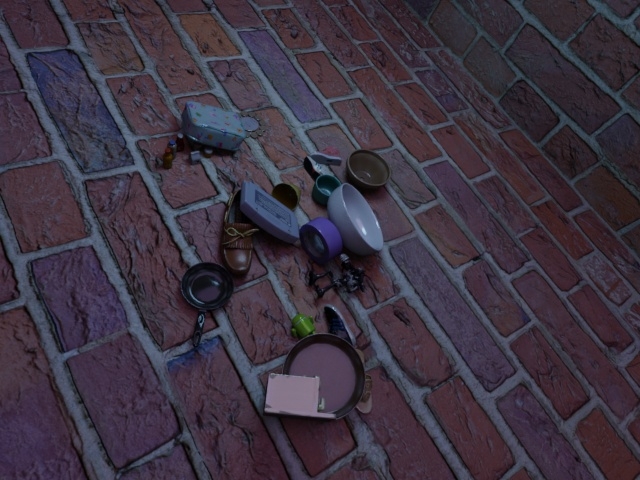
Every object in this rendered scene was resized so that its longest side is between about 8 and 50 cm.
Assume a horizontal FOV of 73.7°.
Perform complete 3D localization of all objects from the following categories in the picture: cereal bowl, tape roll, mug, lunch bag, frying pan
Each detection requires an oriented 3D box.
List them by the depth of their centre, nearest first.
[{"bbox_3d":[-0.411,0.230,1.608,0.197,0.053,0.326,-8,65,-25],"label":"frying pan"},{"bbox_3d":[0.000,0.000,1.821,0.080,0.189,0.189,-30,74,-32],"label":"tape roll"},{"bbox_3d":[0.135,-0.077,1.903,0.339,0.141,0.338,45,27,-32],"label":"cereal bowl"},{"bbox_3d":[-0.493,-0.533,1.981,0.279,0.108,0.224,6,44,-39],"label":"lunch bag"},{"bbox_3d":[0.035,-0.224,2.030,0.129,0.097,0.157,-31,75,-33],"label":"mug"}]

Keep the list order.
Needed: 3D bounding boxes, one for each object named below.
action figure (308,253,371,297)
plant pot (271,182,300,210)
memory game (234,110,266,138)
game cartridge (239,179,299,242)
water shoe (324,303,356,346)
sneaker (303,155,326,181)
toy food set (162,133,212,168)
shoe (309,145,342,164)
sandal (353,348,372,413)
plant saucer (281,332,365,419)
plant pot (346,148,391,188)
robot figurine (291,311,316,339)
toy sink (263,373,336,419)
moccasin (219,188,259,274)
[{"bbox_3d":[0.099,0.155,1.794,0.276,0.141,0.164,-13,63,-23],"label":"action figure"},{"bbox_3d":[-0.143,-0.207,1.947,0.134,0.134,0.095,38,30,5],"label":"plant pot"},{"bbox_3d":[-0.363,-0.588,2.160,0.186,0.012,0.186,9,57,-15],"label":"memory game"},{"bbox_3d":[-0.213,-0.113,1.793,0.297,0.062,0.198,36,32,-31],"label":"game cartridge"},{"bbox_3d":[0.062,0.347,1.700,0.080,0.073,0.203,-26,71,-29],"label":"water shoe"},{"bbox_3d":[-0.019,-0.354,2.125,0.075,0.057,0.161,-17,64,-47],"label":"sneaker"},{"bbox_3d":[-0.596,-0.409,1.903,0.232,0.104,0.111,-19,68,-29],"label":"toy food set"},{"bbox_3d":[0.023,-0.440,2.185,0.178,0.063,0.081,5,57,-24],"label":"shoe"},{"bbox_3d":[0.157,0.525,1.619,0.088,0.079,0.239,3,59,-19],"label":"sandal"},{"bbox_3d":[0.010,0.500,1.573,0.311,0.050,0.310,4,64,-9],"label":"plant saucer"},{"bbox_3d":[0.229,-0.342,2.170,0.238,0.109,0.237,10,56,-15],"label":"plant pot"},{"bbox_3d":[-0.066,0.335,1.661,0.101,0.067,0.115,-35,76,-23],"label":"robot figurine"},{"bbox_3d":[-0.068,0.526,1.437,0.234,0.152,0.131,8,64,-5],"label":"toy sink"},{"bbox_3d":[-0.329,-0.038,1.746,0.139,0.147,0.379,10,57,-15],"label":"moccasin"}]
